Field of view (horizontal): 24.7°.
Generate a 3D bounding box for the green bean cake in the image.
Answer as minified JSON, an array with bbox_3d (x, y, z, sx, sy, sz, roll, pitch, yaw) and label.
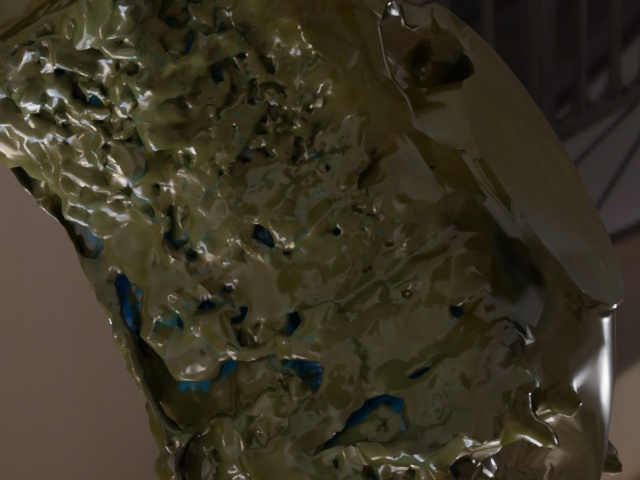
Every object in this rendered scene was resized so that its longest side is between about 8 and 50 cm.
[{"bbox_3d":[0.000,0.000,0.612,0.202,0.285,0.310,-32,-126,14],"label":"green bean cake"}]
